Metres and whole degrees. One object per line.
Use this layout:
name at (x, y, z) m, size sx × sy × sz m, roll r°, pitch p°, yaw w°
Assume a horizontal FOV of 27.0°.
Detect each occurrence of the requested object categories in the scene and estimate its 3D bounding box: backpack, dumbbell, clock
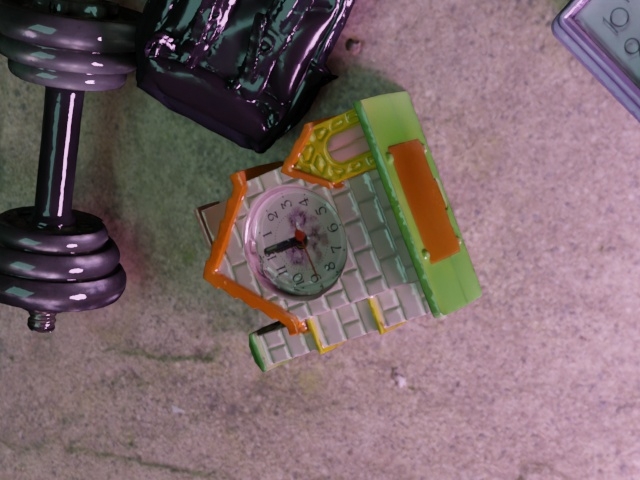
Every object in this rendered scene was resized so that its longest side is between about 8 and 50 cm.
backpack at (-0.069, -0.216, 1.309) m, size 0.206 × 0.133 × 0.258 m, roll 30°, pitch 112°, yaw -5°
dumbbell at (-0.280, -0.096, 1.431) m, size 0.179 × 0.179 × 0.406 m, roll 17°, pitch 107°, yaw 24°
clock at (0.314, -0.208, 1.153) m, size 0.144 × 0.073 × 0.193 m, roll 48°, pitch 118°, yaw 11°
clock at (0.000, 0.000, 1.341) m, size 0.255 × 0.106 × 0.220 m, roll -21°, pitch 89°, yaw 30°
